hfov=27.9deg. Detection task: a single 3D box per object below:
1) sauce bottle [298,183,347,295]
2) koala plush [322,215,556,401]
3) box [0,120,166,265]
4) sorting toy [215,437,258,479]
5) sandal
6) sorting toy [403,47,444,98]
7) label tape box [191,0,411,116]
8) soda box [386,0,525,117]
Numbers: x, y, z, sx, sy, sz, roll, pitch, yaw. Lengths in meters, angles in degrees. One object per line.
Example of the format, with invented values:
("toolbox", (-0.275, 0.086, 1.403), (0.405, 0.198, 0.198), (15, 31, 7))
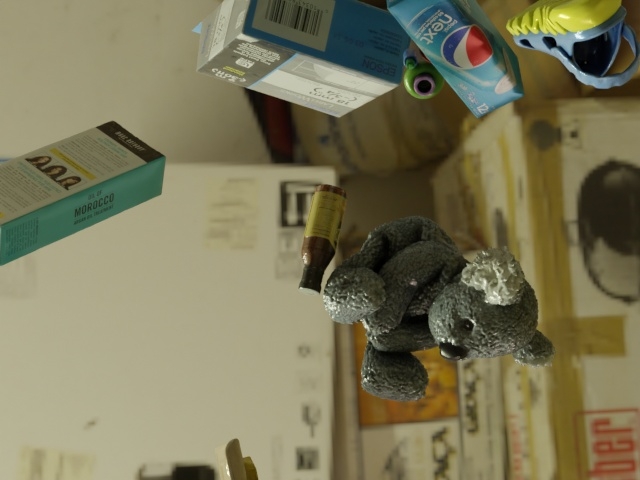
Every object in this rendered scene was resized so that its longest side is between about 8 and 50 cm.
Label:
("sauce bottle", (0.000, 0.000, 1.484), (0.042, 0.042, 0.128), (106, 178, -74))
("koala plush", (0.157, 0.072, 1.488), (0.203, 0.221, 0.196), (-52, -48, -32))
("box", (-0.305, -0.060, 1.509), (0.100, 0.244, 0.060), (34, 131, 28))
("sorting toy", (-0.092, 0.349, 1.631), (0.208, 0.038, 0.193), (123, 135, -76))
("sandal", (0.351, -0.278, 1.783), (0.138, 0.126, 0.317), (58, -178, -11))
("sorting toy", (0.132, -0.216, 1.597), (0.042, 0.061, 0.102), (-84, 11, -60))
("label tape box", (-0.045, -0.270, 1.893), (0.333, 0.240, 0.106), (163, 120, -68))
("soda box", (0.155, -0.237, 1.479), (0.210, 0.067, 0.071), (42, -147, -40))
